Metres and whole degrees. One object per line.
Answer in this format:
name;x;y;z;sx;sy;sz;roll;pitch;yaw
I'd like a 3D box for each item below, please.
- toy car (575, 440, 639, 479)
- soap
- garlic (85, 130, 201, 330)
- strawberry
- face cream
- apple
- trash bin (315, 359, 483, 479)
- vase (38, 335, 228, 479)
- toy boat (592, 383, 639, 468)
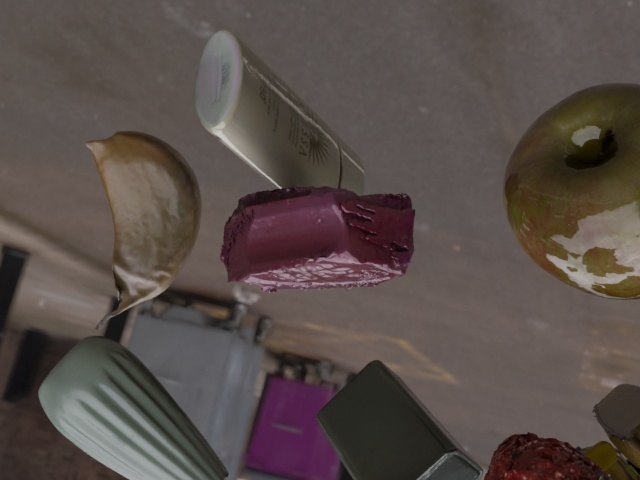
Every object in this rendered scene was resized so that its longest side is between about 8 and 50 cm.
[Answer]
toy car;0.409;0.389;1.578;0.248;0.200;0.142;50;165;17
soap;0.000;0.000;1.516;0.289;0.112;0.182;-7;167;38
garlic;-0.311;-0.020;2.032;0.196;0.339;0.151;-3;-179;-26
strawberry;0.229;0.243;1.191;0.140;0.085;0.192;-3;-174;17
face cream;-0.046;-0.140;1.668;0.081;0.174;0.348;-20;143;26
apple;0.343;-0.047;1.341;0.256;0.257;0.234;7;151;33
trash bin;0.117;0.332;1.883;0.122;0.164;0.240;43;-177;-45
vase;-0.220;0.229;1.416;0.248;0.128;0.128;41;167;-2
toy boat;0.420;0.248;1.461;0.121;0.089;0.321;44;-178;3
